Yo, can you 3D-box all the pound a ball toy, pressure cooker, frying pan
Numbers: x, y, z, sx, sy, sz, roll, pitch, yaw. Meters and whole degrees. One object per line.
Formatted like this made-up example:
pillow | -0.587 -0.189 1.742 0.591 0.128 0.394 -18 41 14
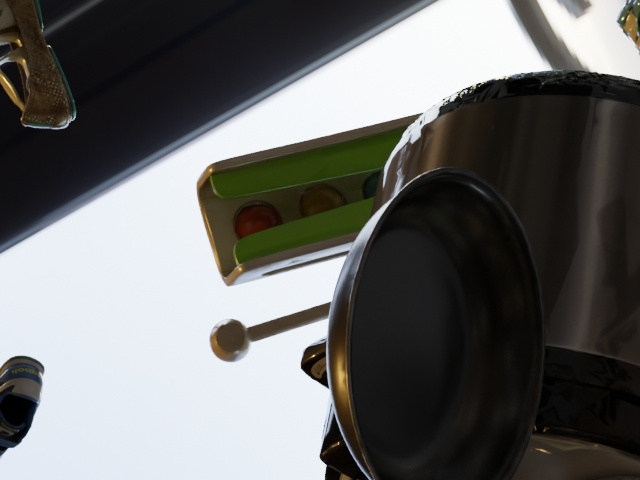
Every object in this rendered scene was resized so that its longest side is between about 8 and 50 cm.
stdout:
pound a ball toy | 0.000 0.000 1.552 0.136 0.319 0.208 139 115 -72
pressure cooker | 0.188 0.116 1.165 0.375 0.370 0.420 75 -157 -54
frying pan | 0.095 0.102 0.814 0.326 0.053 0.197 57 -131 -35

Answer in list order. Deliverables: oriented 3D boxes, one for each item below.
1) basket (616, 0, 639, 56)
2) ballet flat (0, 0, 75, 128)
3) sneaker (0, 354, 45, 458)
basket | 0.453 -0.207 1.416 0.201 0.254 0.289 -19 -126 -39
ballet flat | -0.329 -0.213 1.542 0.067 0.073 0.206 -14 -113 -24
sneaker | -0.314 0.180 1.365 0.053 0.144 0.059 22 -159 -27
